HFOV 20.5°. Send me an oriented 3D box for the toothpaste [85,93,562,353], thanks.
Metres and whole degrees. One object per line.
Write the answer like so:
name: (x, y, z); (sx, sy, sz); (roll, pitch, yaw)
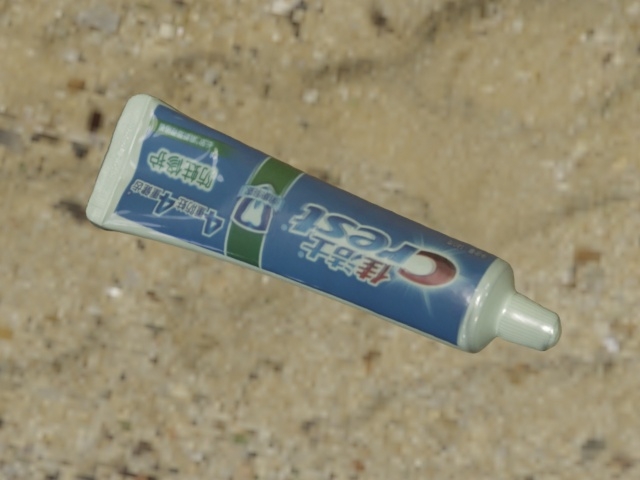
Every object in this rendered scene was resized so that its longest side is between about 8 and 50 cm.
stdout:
toothpaste: (0.000, 0.000, 0.670); (0.197, 0.057, 0.035); (22, -177, 20)
